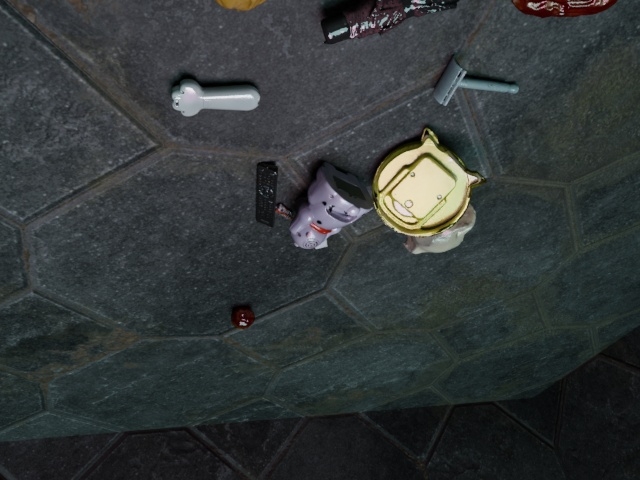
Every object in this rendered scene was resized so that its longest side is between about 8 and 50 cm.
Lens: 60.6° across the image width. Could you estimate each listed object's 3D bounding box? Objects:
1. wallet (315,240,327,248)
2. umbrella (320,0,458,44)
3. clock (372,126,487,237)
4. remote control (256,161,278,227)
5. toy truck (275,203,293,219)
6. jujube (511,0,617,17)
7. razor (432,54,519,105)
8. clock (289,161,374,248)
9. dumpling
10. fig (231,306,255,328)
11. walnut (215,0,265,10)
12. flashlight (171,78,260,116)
[{"bbox_3d":[0.000,0.000,1.810,0.044,0.011,0.083,-11,145,-4],"label":"wallet"},{"bbox_3d":[0.153,-0.484,1.135,0.326,0.094,0.090,-18,117,5],"label":"umbrella"},{"bbox_3d":[0.291,-0.151,1.567,0.293,0.071,0.277,-41,101,21],"label":"clock"},{"bbox_3d":[-0.153,-0.125,1.564,0.063,0.025,0.245,19,143,5],"label":"remote control"},{"bbox_3d":[-0.113,-0.087,1.643,0.032,0.024,0.083,-3,155,33],"label":"toy truck"},{"bbox_3d":[0.516,-0.543,1.136,0.230,0.155,0.155,-3,144,2],"label":"jujube"},{"bbox_3d":[0.406,-0.392,1.378,0.232,0.068,0.106,-2,144,-24],"label":"razor"},{"bbox_3d":[0.004,-0.077,1.568,0.189,0.188,0.254,18,133,-36],"label":"clock"},{"bbox_3d":[0.362,-0.061,1.697,0.147,0.192,0.258,17,151,-42],"label":"dumpling"},{"bbox_3d":[-0.293,0.294,2.068,0.089,0.088,0.125,-7,167,-9],"label":"fig"},{"bbox_3d":[-0.137,-0.505,0.960,0.159,0.159,0.206,-1,137,-17],"label":"walnut"},{"bbox_3d":[-0.238,-0.330,1.255,0.201,0.047,0.093,-5,144,-16],"label":"flashlight"}]
